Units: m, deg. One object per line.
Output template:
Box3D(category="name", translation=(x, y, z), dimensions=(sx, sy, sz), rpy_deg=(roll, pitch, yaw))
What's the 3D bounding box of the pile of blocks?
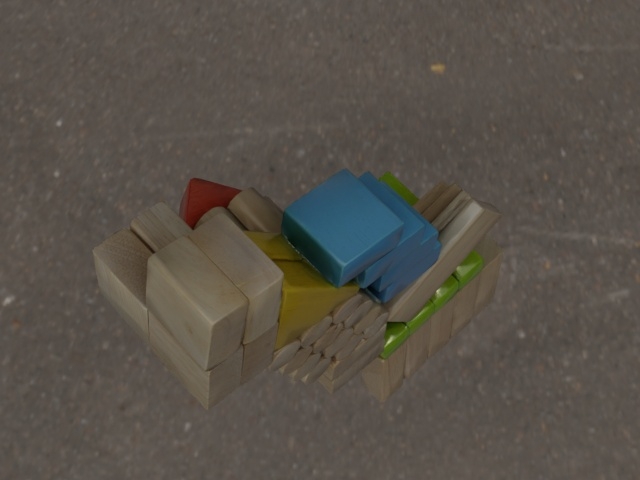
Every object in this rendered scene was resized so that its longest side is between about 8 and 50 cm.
Box3D(category="pile of blocks", translation=(0.000, 0.000, 0.665), dimensions=(0.112, 0.362, 0.149), rpy_deg=(44, 100, 19))
